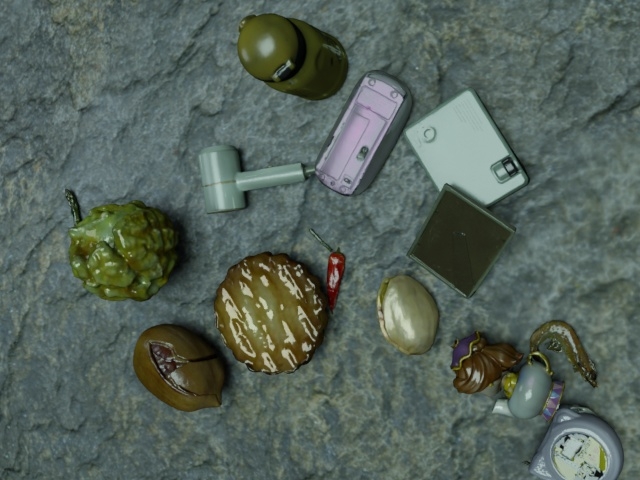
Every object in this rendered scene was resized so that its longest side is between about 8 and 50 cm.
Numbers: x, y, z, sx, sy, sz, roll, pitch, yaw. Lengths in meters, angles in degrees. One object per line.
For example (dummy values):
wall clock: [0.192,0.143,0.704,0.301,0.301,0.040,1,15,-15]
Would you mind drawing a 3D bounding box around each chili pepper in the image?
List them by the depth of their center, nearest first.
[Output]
chili pepper: [0.033,0.104,1.689,0.045,0.027,0.178,11,101,18]

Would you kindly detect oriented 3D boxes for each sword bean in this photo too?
sword bean: [0.000,0.000,1.700,0.083,0.012,0.012,45,108,10]

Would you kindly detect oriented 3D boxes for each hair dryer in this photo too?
hair dryer: [-0.138,-0.175,1.702,0.357,0.107,0.173,-7,94,12]

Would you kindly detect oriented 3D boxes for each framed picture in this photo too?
framed picture: [0.314,0.008,1.503,0.189,0.023,0.260,35,140,14]

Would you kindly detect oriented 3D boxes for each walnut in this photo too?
walnut: [-0.376,0.351,1.788,0.297,0.203,0.203,37,107,12]

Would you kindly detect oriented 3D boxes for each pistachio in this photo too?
pistachio: [0.210,0.180,1.590,0.145,0.117,0.201,-15,81,-17]

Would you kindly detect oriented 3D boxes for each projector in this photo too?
projector: [0.338,-0.194,1.507,0.192,0.099,0.257,-33,83,21]

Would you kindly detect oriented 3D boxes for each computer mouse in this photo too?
computer mouse: [0.102,-0.259,1.600,0.158,0.072,0.311,32,105,13]

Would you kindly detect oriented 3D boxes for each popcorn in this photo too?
popcorn: [-0.518,0.021,1.749,0.279,0.335,0.274,-38,106,18]

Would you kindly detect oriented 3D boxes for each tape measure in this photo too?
tape measure: [0.587,0.482,1.486,0.178,0.105,0.196,33,105,22]

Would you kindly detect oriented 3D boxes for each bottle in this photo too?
bottle: [-0.067,-0.424,1.498,0.171,0.351,0.172,2,96,20]

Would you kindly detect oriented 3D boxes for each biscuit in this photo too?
biscuit: [-0.124,0.188,1.717,0.325,0.107,0.326,1,93,22]

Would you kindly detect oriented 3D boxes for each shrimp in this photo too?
shrimp: [0.553,0.275,1.509,0.124,0.034,0.178,-31,83,23]

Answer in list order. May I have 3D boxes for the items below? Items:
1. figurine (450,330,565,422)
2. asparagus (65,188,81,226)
figurine: [0.416,0.312,1.506,0.263,0.142,0.190,24,107,15]
asparagus: [-0.729,-0.040,1.961,0.034,0.027,0.236,-8,93,10]
